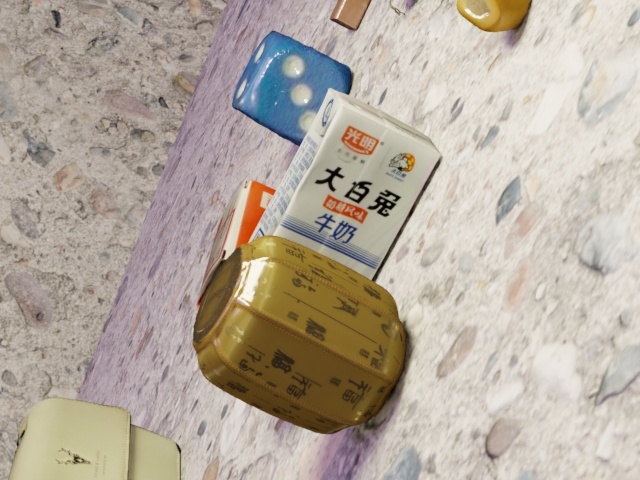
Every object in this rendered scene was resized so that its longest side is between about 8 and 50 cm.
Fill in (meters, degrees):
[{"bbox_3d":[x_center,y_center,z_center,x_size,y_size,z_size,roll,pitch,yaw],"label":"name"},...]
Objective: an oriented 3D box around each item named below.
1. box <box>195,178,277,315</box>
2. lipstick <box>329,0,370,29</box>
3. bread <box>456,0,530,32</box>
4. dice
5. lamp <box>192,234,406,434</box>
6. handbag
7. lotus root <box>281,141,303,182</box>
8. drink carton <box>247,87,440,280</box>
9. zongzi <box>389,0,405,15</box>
[{"bbox_3d":[-0.109,0.022,1.690,0.133,0.099,0.182,-53,19,44],"label":"box"},{"bbox_3d":[0.067,-0.415,1.879,0.145,0.045,0.045,-64,17,2],"label":"lipstick"},{"bbox_3d":[0.192,-0.247,1.200,0.062,0.103,0.049,44,130,29],"label":"bread"},{"bbox_3d":[-0.045,-0.230,1.779,0.146,0.147,0.143,-64,17,5],"label":"dice"},{"bbox_3d":[-0.019,0.091,1.109,0.161,0.185,0.161,-54,19,29],"label":"lamp"},{"bbox_3d":[-0.323,0.373,1.609,0.160,0.237,0.358,-64,15,15],"label":"handbag"},{"bbox_3d":[0.000,-0.089,1.552,0.122,0.081,0.112,-59,9,24],"label":"lotus root"},{"bbox_3d":[0.000,0.000,1.294,0.315,0.131,0.106,-61,17,13],"label":"drink carton"},{"bbox_3d":[0.148,-0.425,1.576,0.184,0.084,0.187,-22,51,55],"label":"zongzi"}]
